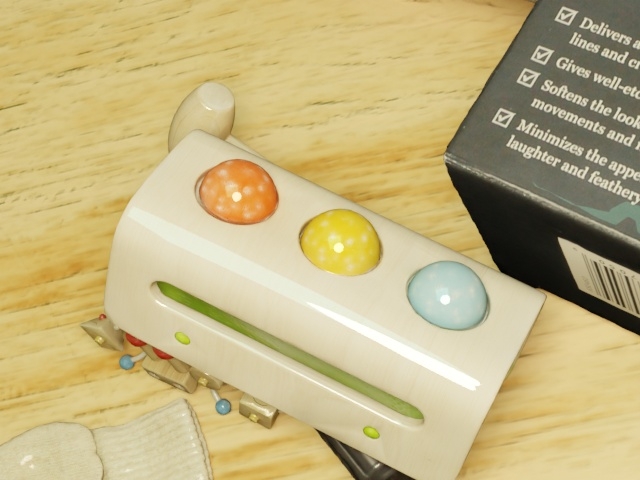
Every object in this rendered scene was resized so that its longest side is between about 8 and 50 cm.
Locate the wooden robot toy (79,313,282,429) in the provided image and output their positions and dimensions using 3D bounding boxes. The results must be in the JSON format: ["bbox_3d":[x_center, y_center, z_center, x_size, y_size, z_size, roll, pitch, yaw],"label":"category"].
[{"bbox_3d":[-0.093,0.071,1.153,0.173,0.076,0.079,21,64,24],"label":"wooden robot toy"}]

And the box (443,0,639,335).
[{"bbox_3d":[0.319,-0.117,1.018,0.294,0.212,0.395,27,79,26],"label":"box"}]

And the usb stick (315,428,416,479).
[{"bbox_3d":[-0.016,0.073,1.126,0.077,0.045,0.278,-18,54,-36],"label":"usb stick"}]

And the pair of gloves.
[{"bbox_3d":[-0.174,0.241,1.118,0.204,0.042,0.240,-14,63,12],"label":"pair of gloves"}]

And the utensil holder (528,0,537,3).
[{"bbox_3d":[0.072,-0.365,1.148,0.386,0.327,0.327,23,76,22],"label":"utensil holder"}]

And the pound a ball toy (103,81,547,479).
[{"bbox_3d":[0.000,0.000,1.073,0.319,0.135,0.208,27,45,10],"label":"pound a ball toy"}]
